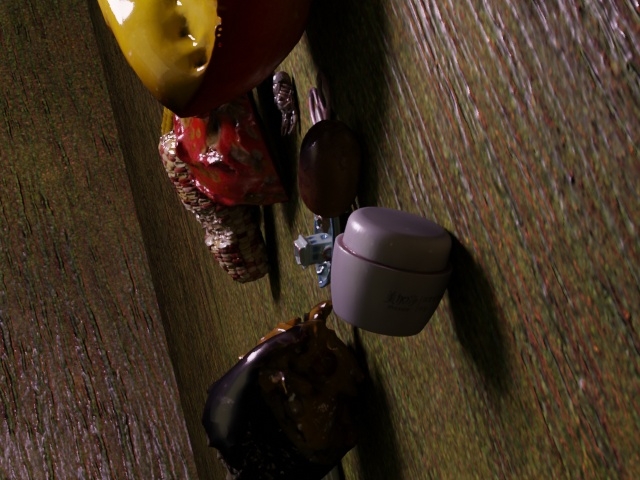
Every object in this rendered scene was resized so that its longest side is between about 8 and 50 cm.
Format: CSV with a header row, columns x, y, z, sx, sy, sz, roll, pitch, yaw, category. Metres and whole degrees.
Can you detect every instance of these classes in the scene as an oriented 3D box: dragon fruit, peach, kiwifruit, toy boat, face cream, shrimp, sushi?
x,y,z,sx,sy,sz,roll,pitch,yaw,category
-0.154,-0.180,1.836,0.211,0.134,0.262,81,169,-67,dragon fruit
-0.120,-0.345,1.503,0.306,0.242,0.380,34,122,42,peach
0.011,-0.082,1.498,0.075,0.075,0.124,-119,27,-52,kiwifruit
0.000,0.000,1.611,0.059,0.066,0.140,-127,29,-54,toy boat
0.067,0.029,1.251,0.117,0.117,0.104,-130,52,-63,face cream
-0.045,-0.181,1.745,0.038,0.029,0.092,41,145,56,shrimp
-0.036,0.202,1.651,0.213,0.204,0.200,53,-155,-21,sushi

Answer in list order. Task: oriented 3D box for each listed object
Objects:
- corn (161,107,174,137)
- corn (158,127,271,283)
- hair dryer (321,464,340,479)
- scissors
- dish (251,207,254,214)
x,y,z,sx,sy,sz,roll,pitch,yaw,category
-0.199,-0.196,2.128,0.344,0.131,0.131,114,143,-65,corn
-0.160,-0.051,2.020,0.290,0.098,0.098,66,172,-23,corn
-0.004,0.383,1.932,0.237,0.075,0.206,114,138,-78,hair dryer
0.010,-0.116,1.577,0.085,0.022,0.176,126,136,-66,scissors
-0.150,-0.094,2.140,0.141,0.078,0.141,36,160,15,dish
